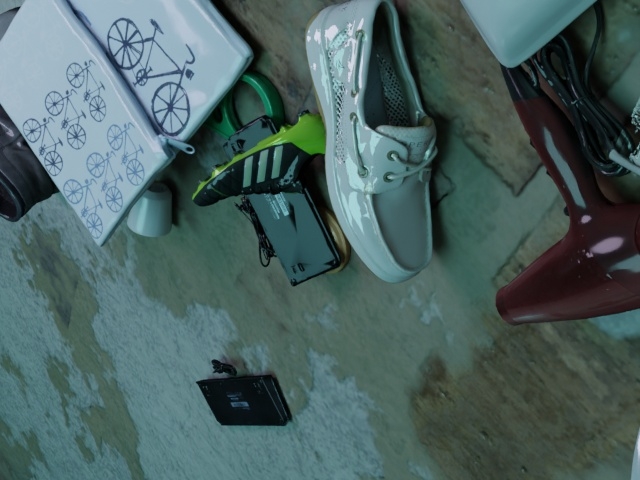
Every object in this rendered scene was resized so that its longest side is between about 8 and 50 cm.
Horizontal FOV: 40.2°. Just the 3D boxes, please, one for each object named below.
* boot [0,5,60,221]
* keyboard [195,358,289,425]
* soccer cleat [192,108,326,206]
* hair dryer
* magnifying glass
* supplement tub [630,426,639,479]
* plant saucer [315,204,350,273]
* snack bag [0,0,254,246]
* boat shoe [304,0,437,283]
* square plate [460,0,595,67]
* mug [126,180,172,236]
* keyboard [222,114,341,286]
[{"bbox_3d":[-0.433,-0.193,1.226,0.338,0.223,0.118,47,139,20],"label":"boot"},{"bbox_3d":[-0.117,0.216,1.255,0.180,0.023,0.108,-15,105,50],"label":"keyboard"},{"bbox_3d":[-0.059,-0.073,0.951,0.179,0.060,0.072,-29,95,17],"label":"soccer cleat"},{"bbox_3d":[0.219,-0.045,0.711,0.224,0.080,0.293,40,126,39],"label":"hair dryer"},{"bbox_3d":[-0.126,-0.155,1.065,0.231,0.026,0.092,3,113,45],"label":"magnifying glass"},{"bbox_3d":[0.374,0.170,0.514,0.316,0.228,0.228,3,112,48],"label":"supplement tub"},{"bbox_3d":[0.000,0.000,1.012,0.083,0.013,0.083,24,126,38],"label":"plant saucer"},{"bbox_3d":[-0.261,-0.217,1.070,0.342,0.037,0.323,-44,73,28],"label":"snack bag"},{"bbox_3d":[0.063,-0.091,0.825,0.096,0.098,0.277,-5,105,50],"label":"boat shoe"},{"bbox_3d":[0.150,-0.352,0.597,0.347,0.049,0.344,-39,78,45],"label":"square plate"},{"bbox_3d":[-0.239,-0.051,1.219,0.078,0.062,0.064,31,123,26],"label":"mug"},{"bbox_3d":[-0.048,-0.044,1.012,0.100,0.038,0.192,-24,93,30],"label":"keyboard"}]
